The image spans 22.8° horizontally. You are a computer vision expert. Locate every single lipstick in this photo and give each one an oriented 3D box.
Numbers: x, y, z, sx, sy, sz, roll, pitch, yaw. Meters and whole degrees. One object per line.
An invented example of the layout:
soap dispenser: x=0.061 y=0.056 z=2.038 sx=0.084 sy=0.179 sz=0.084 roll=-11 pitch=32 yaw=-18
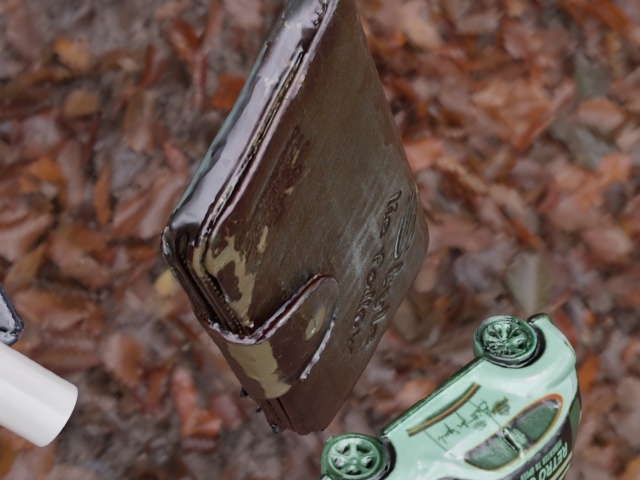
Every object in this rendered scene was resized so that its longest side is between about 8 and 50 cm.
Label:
lipstick: x=-0.189 y=0.060 z=0.820 sx=0.130 sy=0.038 sz=0.038 roll=34 pitch=51 yaw=-22

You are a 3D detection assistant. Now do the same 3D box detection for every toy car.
toy car: x=0.111 y=0.184 z=1.267 sx=0.125 sy=0.136 sz=0.306 roll=33 pitch=51 yaw=31

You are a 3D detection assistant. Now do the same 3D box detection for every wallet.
wallet: x=0.000 y=0.000 z=0.612 sx=0.031 sy=0.232 sz=0.122 roll=23 pitch=74 yaw=17

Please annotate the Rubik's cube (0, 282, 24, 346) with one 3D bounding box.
Rubik's cube: x=-0.422 y=0.019 z=1.311 sx=0.250 sy=0.246 sz=0.248 roll=-32 pitch=110 yaw=-17
